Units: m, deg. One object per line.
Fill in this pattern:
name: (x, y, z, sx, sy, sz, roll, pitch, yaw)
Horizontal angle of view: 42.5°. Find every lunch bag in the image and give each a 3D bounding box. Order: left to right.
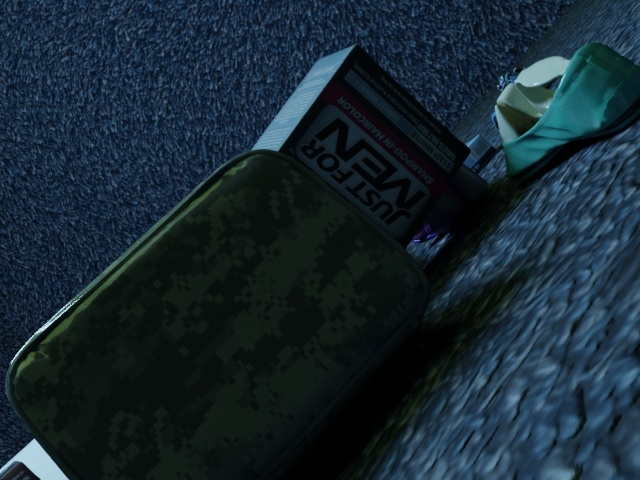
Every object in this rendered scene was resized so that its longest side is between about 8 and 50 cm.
lunch bag: (-0.076, 0.114, 0.695, 0.305, 0.213, 0.256, -46, -17, -16)

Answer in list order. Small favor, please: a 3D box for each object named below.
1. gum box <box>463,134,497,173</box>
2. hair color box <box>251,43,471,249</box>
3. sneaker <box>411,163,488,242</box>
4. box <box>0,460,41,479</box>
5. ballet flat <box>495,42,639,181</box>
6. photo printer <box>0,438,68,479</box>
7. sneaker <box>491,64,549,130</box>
gum box: (0.200, -0.091, 1.340, 0.157, 0.041, 0.184, -47, 0, -2)
hair color box: (-0.020, -0.007, 0.904, 0.374, 0.185, 0.114, -55, 20, -10)
sneaker: (0.134, -0.045, 1.086, 0.104, 0.095, 0.236, -55, 3, -6)
box: (-0.372, 0.413, 0.971, 0.168, 0.203, 0.167, -46, 1, 21)
ballet flat: (0.212, -0.122, 0.760, 0.083, 0.087, 0.247, -48, 1, -11)
photo printer: (-0.325, 0.345, 1.208, 0.256, 0.107, 0.307, -2, 16, 16)
sneaker: (0.316, -0.240, 1.366, 0.162, 0.073, 0.063, -48, 2, -43)
